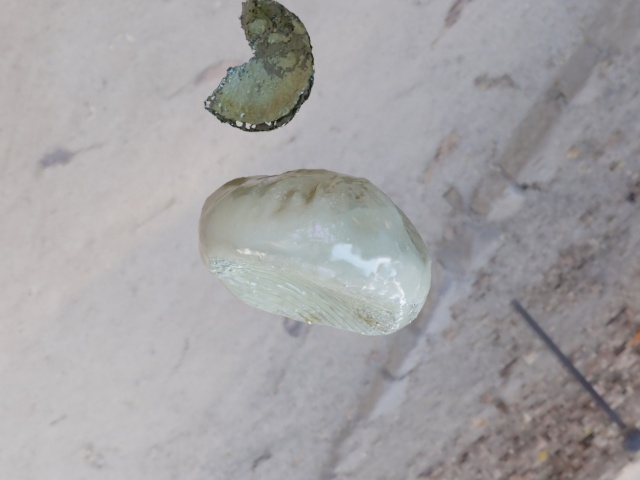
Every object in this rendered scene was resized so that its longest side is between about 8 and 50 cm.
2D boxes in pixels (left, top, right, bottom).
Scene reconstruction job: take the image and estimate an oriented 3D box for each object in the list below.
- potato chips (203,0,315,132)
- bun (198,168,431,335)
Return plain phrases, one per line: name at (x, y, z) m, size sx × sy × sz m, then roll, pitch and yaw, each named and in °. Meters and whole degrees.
potato chips at (-0.095, -0.282, 1.796) m, size 0.029 × 0.202 × 0.220 m, roll 10°, pitch 84°, yaw -59°
bun at (0.000, 0.000, 0.840) m, size 0.183 × 0.183 × 0.102 m, roll 56°, pitch 49°, yaw -59°
